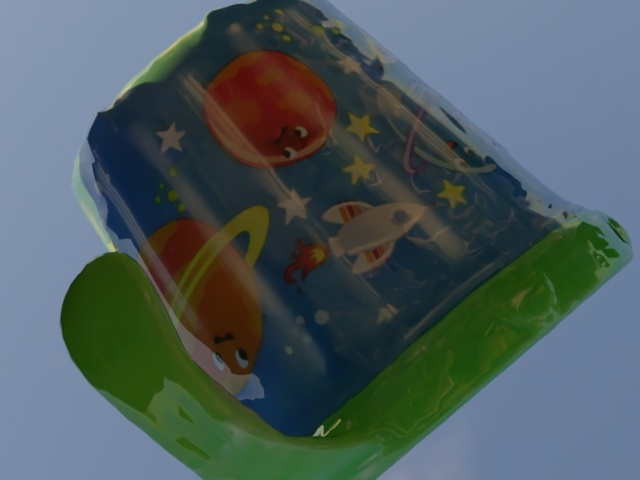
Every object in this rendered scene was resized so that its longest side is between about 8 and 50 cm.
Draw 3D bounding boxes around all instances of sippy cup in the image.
[{"bbox_3d":[0.000,0.000,0.776,0.240,0.305,0.224,-40,-99,-2],"label":"sippy cup"}]
